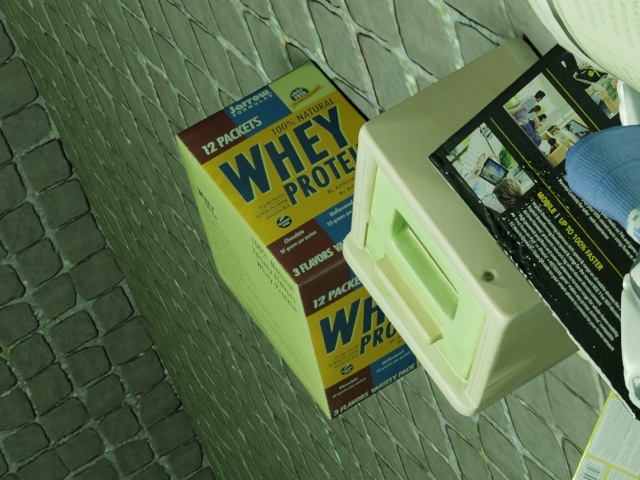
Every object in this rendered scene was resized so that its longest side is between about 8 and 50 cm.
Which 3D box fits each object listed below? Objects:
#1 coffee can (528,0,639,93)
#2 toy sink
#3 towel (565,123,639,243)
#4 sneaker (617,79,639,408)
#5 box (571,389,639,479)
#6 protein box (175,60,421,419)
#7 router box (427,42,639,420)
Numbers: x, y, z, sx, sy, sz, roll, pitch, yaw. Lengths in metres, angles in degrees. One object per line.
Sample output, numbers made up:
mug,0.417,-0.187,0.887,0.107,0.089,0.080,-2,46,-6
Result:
coffee can,0.205,-0.074,0.448,0.275,0.201,0.201,45,160,45
toy sink,0.107,0.009,1.104,0.153,0.131,0.234,55,166,19
towel,0.256,0.042,0.500,0.336,0.243,0.040,44,128,46
sneaker,0.215,-0.036,0.760,0.094,0.153,0.235,21,-110,-65
box,0.229,0.126,0.886,0.179,0.105,0.043,25,-162,14
protein box,0.000,0.000,1.442,0.200,0.136,0.201,50,164,35
router box,0.159,-0.017,0.860,0.179,0.133,0.046,54,-168,22
